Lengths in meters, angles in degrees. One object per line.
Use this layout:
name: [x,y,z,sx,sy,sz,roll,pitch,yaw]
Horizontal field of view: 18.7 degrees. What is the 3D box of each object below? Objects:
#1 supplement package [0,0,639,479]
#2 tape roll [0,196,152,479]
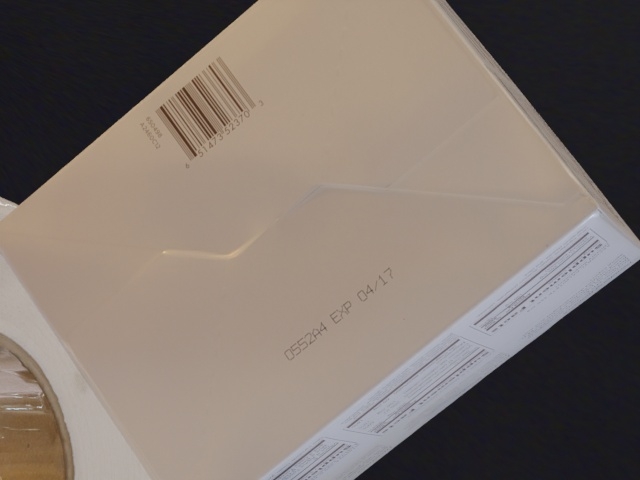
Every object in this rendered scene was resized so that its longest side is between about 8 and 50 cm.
supplement package: [0.000,0.000,1.036,0.262,0.145,0.204,-39,-109,9]
tape roll: [-0.247,0.158,1.247,0.392,0.072,0.392,15,-108,-57]
